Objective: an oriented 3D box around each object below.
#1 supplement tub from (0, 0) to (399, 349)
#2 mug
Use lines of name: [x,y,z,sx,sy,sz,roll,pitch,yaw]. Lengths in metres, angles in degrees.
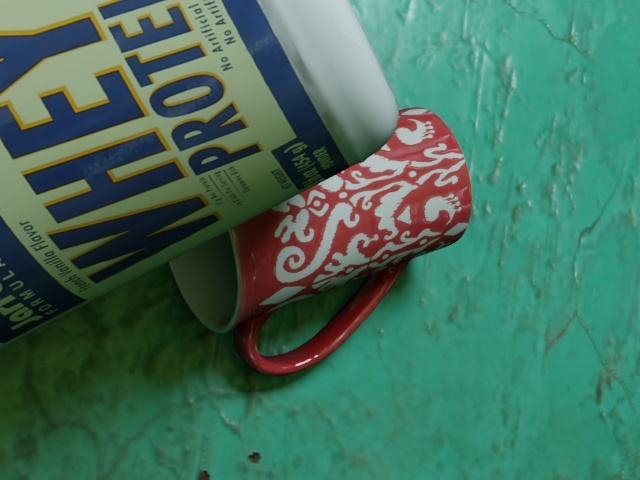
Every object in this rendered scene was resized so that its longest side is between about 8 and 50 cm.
supplement tub: [-0.149,-0.083,0.777,0.325,0.235,0.235,-28,94,4]
mug: [-0.004,-0.008,0.950,0.169,0.150,0.113,-17,53,-25]
